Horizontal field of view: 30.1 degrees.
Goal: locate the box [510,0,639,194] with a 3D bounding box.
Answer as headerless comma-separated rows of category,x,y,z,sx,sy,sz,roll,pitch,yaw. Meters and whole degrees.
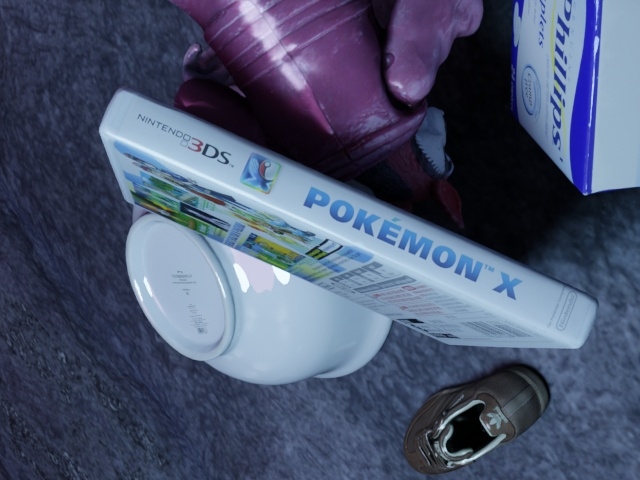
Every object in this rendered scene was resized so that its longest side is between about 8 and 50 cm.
box,0.170,-0.115,0.723,0.137,0.072,0.126,-114,18,-60

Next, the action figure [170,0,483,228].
action figure,-0.016,-0.152,0.715,0.248,0.276,0.370,-33,100,17

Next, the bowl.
bowl,-0.083,0.018,1.088,0.297,0.134,0.298,27,130,37

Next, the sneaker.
sneaker,0.111,0.160,1.004,0.066,0.071,0.188,54,141,9

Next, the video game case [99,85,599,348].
video game case,0.000,0.000,0.821,0.299,0.036,0.329,24,173,-5
